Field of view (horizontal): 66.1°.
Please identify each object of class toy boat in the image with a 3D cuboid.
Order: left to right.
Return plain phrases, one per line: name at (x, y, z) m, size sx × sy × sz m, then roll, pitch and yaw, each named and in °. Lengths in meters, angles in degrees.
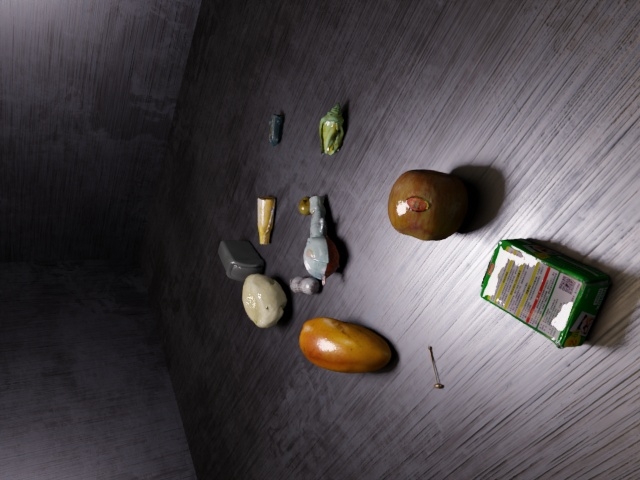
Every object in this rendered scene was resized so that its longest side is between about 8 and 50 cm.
toy boat at (-0.197, -0.481, 2.160) m, size 0.060 × 0.055 × 0.141 m, roll 22°, pitch 109°, yaw 45°

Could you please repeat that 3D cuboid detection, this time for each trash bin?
trash bin at (-0.376, 0.096, 2.336) m, size 0.236 × 0.177 × 0.101 m, roll 51°, pitch 132°, yaw 47°

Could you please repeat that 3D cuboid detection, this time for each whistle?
whistle at (0.001, 0.000, 1.835) m, size 0.142 × 0.134 × 0.345 m, roll 66°, pitch -161°, yaw -68°

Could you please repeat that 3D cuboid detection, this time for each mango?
mango at (0.083, 0.369, 1.678) m, size 0.350 × 0.199 × 0.201 m, roll 7°, pitch 126°, yaw 43°

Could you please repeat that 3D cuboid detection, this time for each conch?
conch at (0.041, -0.402, 1.798) m, size 0.095 × 0.080 × 0.200 m, roll 27°, pitch 131°, yaw 39°

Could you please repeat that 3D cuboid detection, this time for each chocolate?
chocolate at (-0.249, -0.089, 2.237) m, size 0.086 × 0.086 × 0.219 m, roll 24°, pitch 114°, yaw 53°
chocolate at (-0.065, 0.179, 1.971) m, size 0.167 × 0.072 × 0.072 m, roll -3°, pitch 88°, yaw 54°

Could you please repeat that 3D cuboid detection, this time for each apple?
apple at (0.288, -0.095, 1.328) m, size 0.211 × 0.211 × 0.187 m, roll 25°, pitch 110°, yaw 53°

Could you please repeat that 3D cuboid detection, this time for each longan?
longan at (-0.055, -0.138, 1.940) m, size 0.075 × 0.083 × 0.075 m, roll -9°, pitch 66°, yaw 20°

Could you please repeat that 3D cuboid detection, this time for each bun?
bun at (-0.240, 0.255, 2.158) m, size 0.259 × 0.160 × 0.259 m, roll 34°, pitch 134°, yaw 44°

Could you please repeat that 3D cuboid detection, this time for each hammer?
hammer at (0.333, 0.372, 1.447) m, size 0.029 × 0.014 × 0.122 m, roll -25°, pitch 67°, yaw 44°

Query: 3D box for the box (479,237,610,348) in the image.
box at (0.498, 0.113, 1.120) m, size 0.250 × 0.103 × 0.179 m, roll 37°, pitch 121°, yaw 47°
